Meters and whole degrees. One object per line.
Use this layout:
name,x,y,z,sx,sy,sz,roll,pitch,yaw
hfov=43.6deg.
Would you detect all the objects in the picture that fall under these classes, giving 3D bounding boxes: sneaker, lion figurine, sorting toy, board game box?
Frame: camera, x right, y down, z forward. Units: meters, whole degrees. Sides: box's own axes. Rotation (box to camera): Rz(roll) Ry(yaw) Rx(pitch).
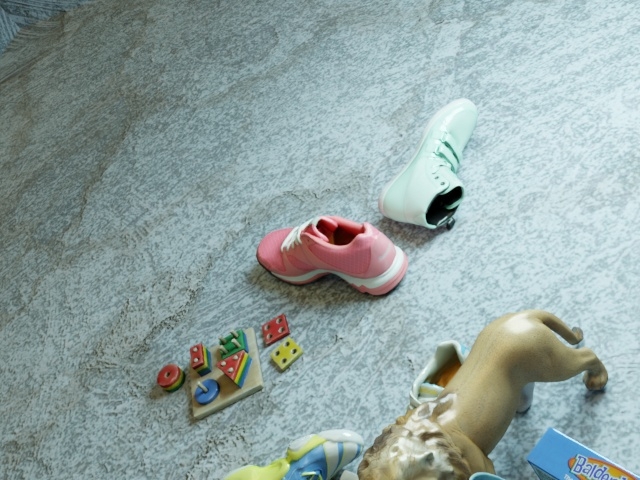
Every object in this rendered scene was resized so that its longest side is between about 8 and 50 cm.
sneaker,-0.034,0.356,1.109,0.240,0.091,0.126,-29,51,20
lion figurine,0.196,0.199,0.956,0.142,0.240,0.392,7,54,46
sorting toy,-0.162,0.212,1.360,0.274,0.046,0.132,-27,40,10
sneaker,0.001,0.000,1.380,0.313,0.136,0.116,5,53,39
sneaker,0.145,0.242,1.073,0.087,0.092,0.229,7,57,38
sneaker,0.224,-0.126,1.372,0.256,0.094,0.151,-54,36,-6
board game box,0.313,0.290,0.811,0.047,0.210,0.160,-48,41,-15

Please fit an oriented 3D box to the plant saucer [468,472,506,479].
plant saucer,0.241,0.351,0.735,0.044,0.317,0.318,-49,38,11

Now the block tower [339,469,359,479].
block tower,0.001,0.449,0.939,0.097,0.091,0.336,13,59,35
